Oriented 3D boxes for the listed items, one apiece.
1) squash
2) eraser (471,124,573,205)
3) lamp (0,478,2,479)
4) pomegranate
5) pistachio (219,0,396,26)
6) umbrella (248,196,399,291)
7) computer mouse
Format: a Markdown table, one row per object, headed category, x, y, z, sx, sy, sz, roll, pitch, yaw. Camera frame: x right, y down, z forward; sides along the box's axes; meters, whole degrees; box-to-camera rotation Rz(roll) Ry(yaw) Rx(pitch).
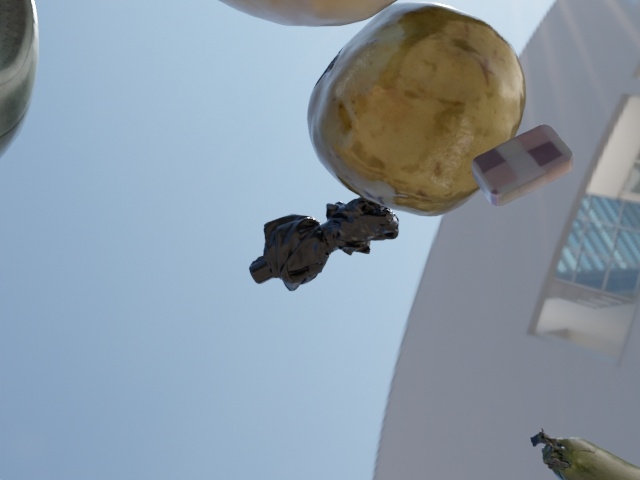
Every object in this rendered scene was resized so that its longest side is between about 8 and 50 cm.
| category | x | y | z | sx | sy | sz | roll | pitch | yaw |
| --- | --- | --- | --- | --- | --- | --- | --- | --- | --- |
| squash | 0.435 | 0.363 | 1.279 | 0.331 | 0.087 | 0.087 | 29 | -99 | -28 |
| eraser | 0.231 | -0.087 | 0.958 | 0.105 | 0.065 | 0.026 | -25 | -34 | -1 |
| lamp | -0.387 | 0.308 | 0.762 | 0.274 | 0.177 | 0.177 | 17 | -90 | -65 |
| pomegranate | 0.146 | -0.187 | 1.254 | 0.332 | 0.332 | 0.332 | -17 | -66 | -42 |
| pistachio | -0.007 | -0.166 | 0.397 | 0.145 | 0.200 | 0.117 | -24 | -66 | -12 |
| umbrella | 0.000 | -0.001 | 1.446 | 0.272 | 0.110 | 0.122 | -25 | -60 | 9 |
| computer mouse | -0.413 | -0.214 | 1.011 | 0.122 | 0.188 | 0.371 | 18 | -129 | -38 |
